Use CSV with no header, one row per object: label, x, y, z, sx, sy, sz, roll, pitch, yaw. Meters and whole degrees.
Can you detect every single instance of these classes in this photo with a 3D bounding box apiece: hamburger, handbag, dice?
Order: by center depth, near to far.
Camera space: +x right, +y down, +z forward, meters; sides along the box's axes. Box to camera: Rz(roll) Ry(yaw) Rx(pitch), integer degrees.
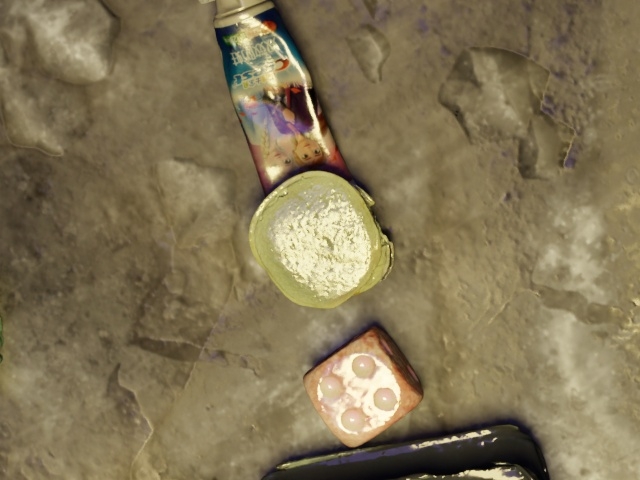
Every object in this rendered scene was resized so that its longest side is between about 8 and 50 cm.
handbag,0.102,0.368,1.767,0.303,0.122,0.329,-12,100,10
dice,0.043,0.146,1.800,0.093,0.094,0.091,-35,90,8
hamburger,0.000,0.000,1.812,0.133,0.062,0.140,-33,93,12

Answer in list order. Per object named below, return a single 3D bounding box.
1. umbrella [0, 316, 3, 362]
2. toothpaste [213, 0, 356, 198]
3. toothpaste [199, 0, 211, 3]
umbrella,-0.499,0.125,1.891,0.348,0.094,0.143,-10,86,12
toothpaste,-0.048,-0.151,1.820,0.096,0.061,0.266,-18,101,11
toothpaste,-0.024,-0.301,1.819,0.234,0.057,0.089,-7,93,17
